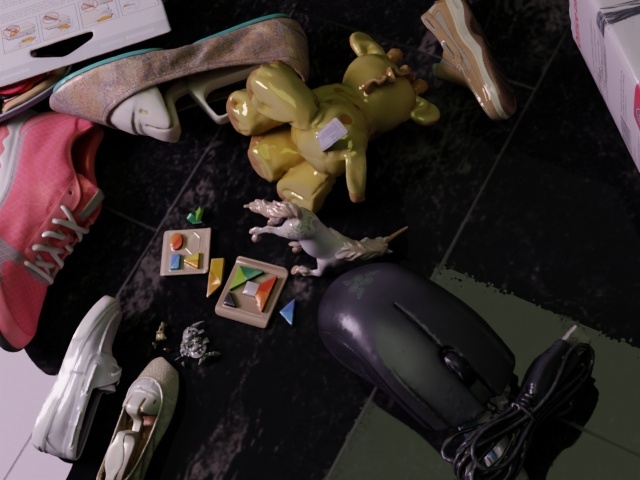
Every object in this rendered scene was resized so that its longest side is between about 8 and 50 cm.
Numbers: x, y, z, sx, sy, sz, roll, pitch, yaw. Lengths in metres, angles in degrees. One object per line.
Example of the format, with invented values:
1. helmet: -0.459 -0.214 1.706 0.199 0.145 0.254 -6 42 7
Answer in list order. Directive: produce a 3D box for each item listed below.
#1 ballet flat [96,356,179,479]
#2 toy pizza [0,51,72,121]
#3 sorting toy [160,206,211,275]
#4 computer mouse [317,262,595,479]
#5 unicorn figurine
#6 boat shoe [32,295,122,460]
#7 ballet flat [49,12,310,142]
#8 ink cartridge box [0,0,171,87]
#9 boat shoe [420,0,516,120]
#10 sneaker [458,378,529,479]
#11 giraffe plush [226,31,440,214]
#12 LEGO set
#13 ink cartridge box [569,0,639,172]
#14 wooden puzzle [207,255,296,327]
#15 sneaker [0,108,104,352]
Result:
1. ballet flat: -0.195 0.201 1.134 0.057 0.052 0.168 8 69 20
2. toy pizza: -0.410 -0.193 1.329 0.201 0.032 0.201 -15 29 9
3. sorting toy: -0.157 0.000 1.235 0.062 0.012 0.083 -5 66 15
4. computer mouse: 0.109 0.097 1.013 0.272 0.072 0.188 32 65 29
5. unicorn figurine: 0.000 0.000 1.145 0.111 0.162 0.060 -12 66 42
6. boat shoe: -0.254 0.153 1.170 0.063 0.066 0.184 20 71 9
7. ballet flat: -0.158 -0.179 1.245 0.316 0.107 0.106 -19 74 -5
8. ink cartridge box: -0.331 -0.286 1.353 0.275 0.060 0.239 -18 55 -2
9. boat shoe: 0.164 -0.201 1.208 0.072 0.068 0.190 -28 51 17
10. sneaker: 0.163 0.153 1.042 0.083 0.071 0.191 -28 62 -3
11. giraffe plush: 0.026 -0.144 1.170 0.170 0.181 0.210 -38 20 -30
12. LEGO set: -0.152 0.113 1.176 0.083 0.023 0.054 -3 66 15
13. ink cartridge box: 0.341 -0.184 1.078 0.100 0.172 0.237 -21 62 6
14. wooden puzzle: -0.079 0.057 1.186 0.116 0.014 0.079 7 69 19
15. sneaker: -0.325 -0.025 1.240 0.136 0.116 0.314 -5 65 13
